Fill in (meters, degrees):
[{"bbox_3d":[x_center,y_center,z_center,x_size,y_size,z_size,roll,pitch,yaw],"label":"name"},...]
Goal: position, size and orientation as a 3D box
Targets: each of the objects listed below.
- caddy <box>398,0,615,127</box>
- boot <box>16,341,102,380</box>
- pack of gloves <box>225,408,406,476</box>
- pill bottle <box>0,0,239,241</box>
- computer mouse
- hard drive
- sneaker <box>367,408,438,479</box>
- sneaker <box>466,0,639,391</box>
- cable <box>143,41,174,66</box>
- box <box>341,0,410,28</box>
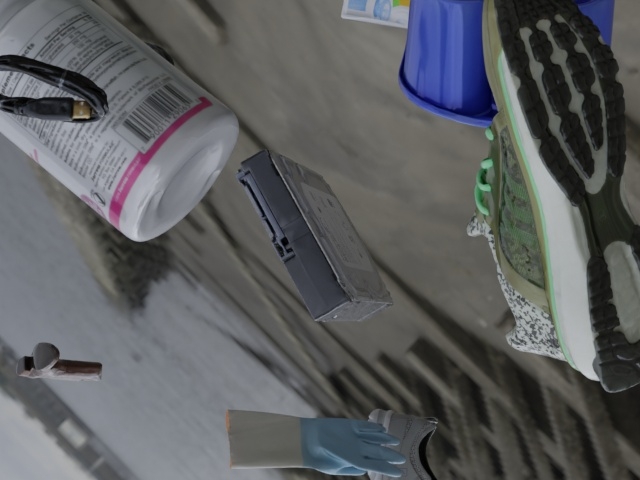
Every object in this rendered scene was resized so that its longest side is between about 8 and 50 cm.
[{"bbox_3d":[0.216,-0.239,1.418,0.241,0.341,0.179,4,122,8],"label":"caddy"},{"bbox_3d":[-0.330,0.165,1.629,0.114,0.037,0.106,14,158,-36],"label":"boot"},{"bbox_3d":[0.001,0.303,1.469,0.046,0.232,0.195,115,156,-46],"label":"pack of gloves"},{"bbox_3d":[-0.234,-0.143,1.212,0.283,0.160,0.160,39,165,11],"label":"pill bottle"},{"bbox_3d":[-0.254,-0.083,0.790,0.242,0.041,0.071,-1,143,14],"label":"computer mouse"},{"bbox_3d":[0.000,0.000,1.742,0.236,0.064,0.339,61,-169,10],"label":"hard drive"},{"bbox_3d":[0.129,0.390,1.823,0.115,0.281,0.105,-4,173,15],"label":"sneaker"},{"bbox_3d":[0.197,-0.050,1.196,0.182,0.158,0.410,-6,100,48],"label":"sneaker"},{"bbox_3d":[-0.254,-0.187,1.556,0.047,0.151,0.184,49,-164,-32],"label":"cable"},{"bbox_3d":[0.110,-0.433,1.892,0.114,0.203,0.103,11,-170,10],"label":"box"}]
